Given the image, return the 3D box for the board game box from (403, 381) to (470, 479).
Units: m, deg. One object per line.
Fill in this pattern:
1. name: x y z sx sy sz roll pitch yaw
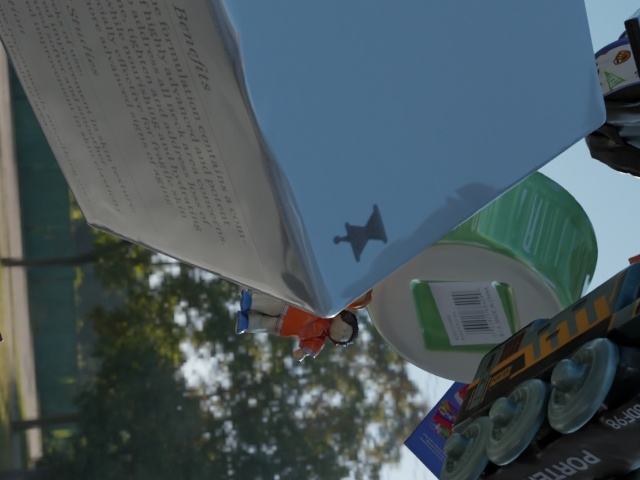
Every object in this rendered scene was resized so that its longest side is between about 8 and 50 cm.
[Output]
1. board game box: 0.331 0.355 1.628 0.347 0.078 0.233 45 -69 23

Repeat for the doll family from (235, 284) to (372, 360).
1. doll family: 0.000 0.000 1.168 0.118 0.163 0.262 -118 -142 -73

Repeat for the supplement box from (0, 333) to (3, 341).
1. supplement box: -0.473 0.121 1.404 0.083 0.055 0.043 6 -66 56

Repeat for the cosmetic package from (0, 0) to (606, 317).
1. cosmetic package: -0.041 -0.189 0.861 0.394 0.327 0.329 18 -47 50

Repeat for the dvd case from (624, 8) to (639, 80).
1. dvd case: 0.475 -0.196 1.438 0.180 0.022 0.253 -37 110 -60

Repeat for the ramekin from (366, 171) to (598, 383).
1. ramekin: 0.204 0.052 1.364 0.148 0.303 0.303 -67 171 -45

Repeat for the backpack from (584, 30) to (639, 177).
1. backpack: 0.544 -0.229 1.636 0.276 0.264 0.213 78 7 -52

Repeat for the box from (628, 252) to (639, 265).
1. box: 0.610 0.038 1.531 0.122 0.257 0.128 123 -52 -77

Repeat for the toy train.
1. toy train: 0.219 0.129 0.860 0.190 0.142 0.334 -62 -174 -35
